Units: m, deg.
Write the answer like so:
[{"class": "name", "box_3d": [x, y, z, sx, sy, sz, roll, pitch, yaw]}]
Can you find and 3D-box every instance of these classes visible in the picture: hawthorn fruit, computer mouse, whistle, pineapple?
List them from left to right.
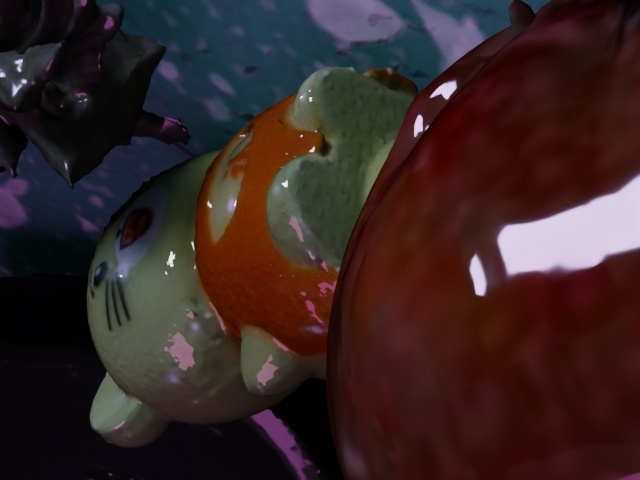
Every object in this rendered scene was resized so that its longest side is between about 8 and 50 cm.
[{"class": "pineapple", "box_3d": [-0.189, -0.071, 0.706, 0.340, 0.169, 0.169, -12, 126, 38]}, {"class": "computer mouse", "box_3d": [-0.083, 0.094, 0.849, 0.269, 0.100, 0.170, 6, 126, 31]}, {"class": "whistle", "box_3d": [0.000, 0.000, 0.649, 0.106, 0.131, 0.288, 36, 140, -28]}, {"class": "hawthorn fruit", "box_3d": [0.166, 0.047, 0.421, 0.325, 0.308, 0.308, 43, 146, 8]}]
